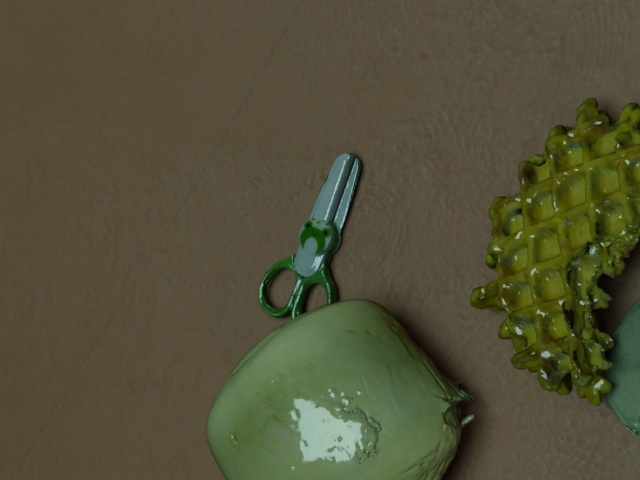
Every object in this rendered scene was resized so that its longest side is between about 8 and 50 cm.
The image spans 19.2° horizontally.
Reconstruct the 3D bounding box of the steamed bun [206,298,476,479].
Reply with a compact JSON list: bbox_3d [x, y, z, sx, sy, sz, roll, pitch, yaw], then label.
[{"bbox_3d":[0.008,0.200,1.991,0.273,0.166,0.232,-42,59,22],"label":"steamed bun"}]

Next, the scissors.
[{"bbox_3d":[0.000,0.000,2.104,0.101,0.027,0.204,27,101,30],"label":"scissors"}]

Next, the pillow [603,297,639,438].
[{"bbox_3d":[0.391,0.106,1.783,0.274,0.076,0.281,-52,42,15],"label":"pillow"}]

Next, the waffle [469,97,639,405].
[{"bbox_3d":[0.261,-0.004,1.885,0.293,0.069,0.260,-58,41,14],"label":"waffle"}]
